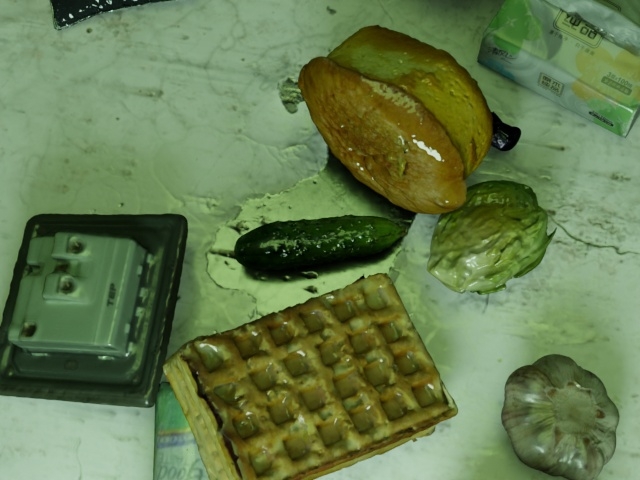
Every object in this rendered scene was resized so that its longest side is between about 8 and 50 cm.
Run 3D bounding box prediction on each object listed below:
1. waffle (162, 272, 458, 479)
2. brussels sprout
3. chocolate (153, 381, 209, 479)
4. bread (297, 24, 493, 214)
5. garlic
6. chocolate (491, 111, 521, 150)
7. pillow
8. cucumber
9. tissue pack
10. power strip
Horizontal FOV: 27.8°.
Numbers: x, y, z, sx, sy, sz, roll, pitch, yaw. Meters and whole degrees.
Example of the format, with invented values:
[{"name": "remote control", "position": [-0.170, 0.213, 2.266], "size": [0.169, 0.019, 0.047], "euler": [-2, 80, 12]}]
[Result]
[{"name": "waffle", "position": [-0.014, 0.180, 1.571], "size": [0.308, 0.091, 0.213], "euler": [-18, 70, -28]}, {"name": "brussels sprout", "position": [0.216, -0.002, 1.662], "size": [0.181, 0.100, 0.139], "euler": [-44, 66, -7]}, {"name": "chocolate", "position": [-0.161, 0.321, 1.594], "size": [0.110, 0.110, 0.291], "euler": [1, 76, 4]}, {"name": "bread", "position": [0.098, -0.150, 1.642], "size": [0.268, 0.268, 0.146], "euler": [39, 68, 13]}, {"name": "garlic", "position": [0.291, 0.219, 1.590], "size": [0.147, 0.102, 0.159], "euler": [-40, 87, -22]}, {"name": "chocolate", "position": [0.204, -0.170, 1.725], "size": [0.070, 0.072, 0.147], "euler": [-41, 69, 15]}, {"name": "pillow", "position": [-0.289, -0.385, 1.827], "size": [0.208, 0.055, 0.141], "euler": [-12, 82, 1]}, {"name": "cucumber", "position": [0.000, 0.000, 1.692], "size": [0.227, 0.069, 0.069], "euler": [-7, 74, -2]}, {"name": "tissue pack", "position": [0.346, -0.270, 1.701], "size": [0.229, 0.145, 0.159], "euler": [30, 79, 12]}, {"name": "power strip", "position": [-0.307, 0.076, 1.646], "size": [0.251, 0.092, 0.257], "euler": [3, 69, 17]}]
